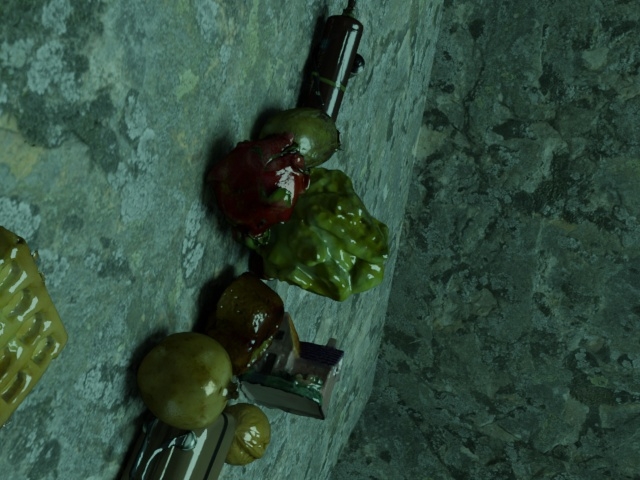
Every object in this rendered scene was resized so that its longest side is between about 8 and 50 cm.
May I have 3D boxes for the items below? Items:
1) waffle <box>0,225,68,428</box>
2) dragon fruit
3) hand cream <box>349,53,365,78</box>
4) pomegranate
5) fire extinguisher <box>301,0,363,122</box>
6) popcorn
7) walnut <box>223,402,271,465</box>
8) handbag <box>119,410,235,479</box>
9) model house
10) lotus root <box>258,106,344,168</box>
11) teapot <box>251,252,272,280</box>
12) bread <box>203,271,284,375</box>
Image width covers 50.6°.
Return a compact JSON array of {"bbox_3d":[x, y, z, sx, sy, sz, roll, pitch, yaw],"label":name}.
[{"bbox_3d":[-0.428,0.158,0.749,0.224,0.098,0.327,91,19,-45],"label":"waffle"},{"bbox_3d":[-0.112,-0.097,1.381,0.200,0.198,0.269,-25,147,-7],"label":"dragon fruit"},{"bbox_3d":[0.068,-0.456,1.799,0.186,0.054,0.087,-167,-87,-73],"label":"hand cream"},{"bbox_3d":[-0.242,0.266,1.284,0.196,0.196,0.196,16,90,-74],"label":"pomegranate"},{"bbox_3d":[0.031,-0.440,1.668,0.141,0.105,0.341,-121,-133,-77],"label":"fire extinguisher"},{"bbox_3d":[0.005,-0.002,1.544,0.312,0.312,0.312,16,90,-74],"label":"popcorn"},{"bbox_3d":[-0.204,0.489,1.710,0.206,0.159,0.159,80,30,-67],"label":"walnut"},{"bbox_3d":[-0.305,0.461,1.361,0.283,0.149,0.301,64,46,-64],"label":"handbag"},{"bbox_3d":[-0.070,0.342,1.889,0.202,0.237,0.237,70,34,-53],"label":"model house"},{"bbox_3d":[-0.035,-0.236,1.558,0.278,0.154,0.154,-21,126,-52],"label":"lotus root"},{"bbox_3d":[-0.129,0.050,1.694,0.098,0.078,0.129,-26,151,-7],"label":"teapot"},{"bbox_3d":[-0.180,0.195,1.540,0.232,0.135,0.247,-63,168,12],"label":"bread"}]
